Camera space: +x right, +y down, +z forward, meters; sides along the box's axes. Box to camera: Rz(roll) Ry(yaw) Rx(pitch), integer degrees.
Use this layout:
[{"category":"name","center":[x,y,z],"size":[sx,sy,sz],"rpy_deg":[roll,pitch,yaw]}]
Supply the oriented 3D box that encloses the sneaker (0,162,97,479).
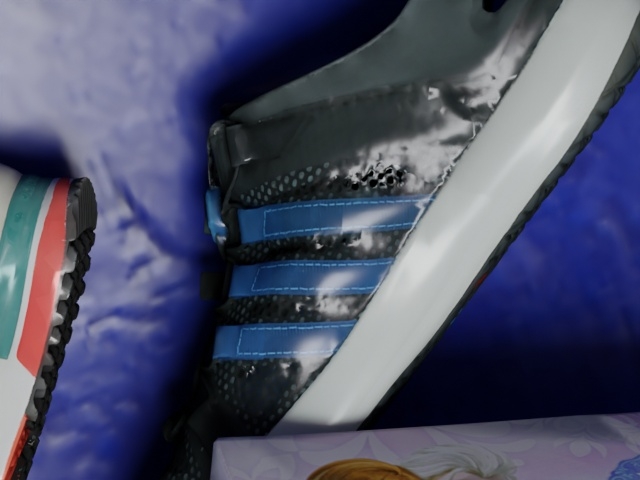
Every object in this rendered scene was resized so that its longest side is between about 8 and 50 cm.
[{"category":"sneaker","center":[-0.111,0.050,0.491],"size":[0.075,0.057,0.161],"rpy_deg":[18,101,-3]}]

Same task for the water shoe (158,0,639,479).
[{"category":"water shoe","center":[0.000,0.000,0.507],"size":[0.080,0.073,0.203],"rpy_deg":[38,95,7]}]

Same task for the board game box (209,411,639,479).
[{"category":"board game box","center":[0.116,0.192,0.547],"size":[0.318,0.066,0.318],"rpy_deg":[-3,119,-17]}]
